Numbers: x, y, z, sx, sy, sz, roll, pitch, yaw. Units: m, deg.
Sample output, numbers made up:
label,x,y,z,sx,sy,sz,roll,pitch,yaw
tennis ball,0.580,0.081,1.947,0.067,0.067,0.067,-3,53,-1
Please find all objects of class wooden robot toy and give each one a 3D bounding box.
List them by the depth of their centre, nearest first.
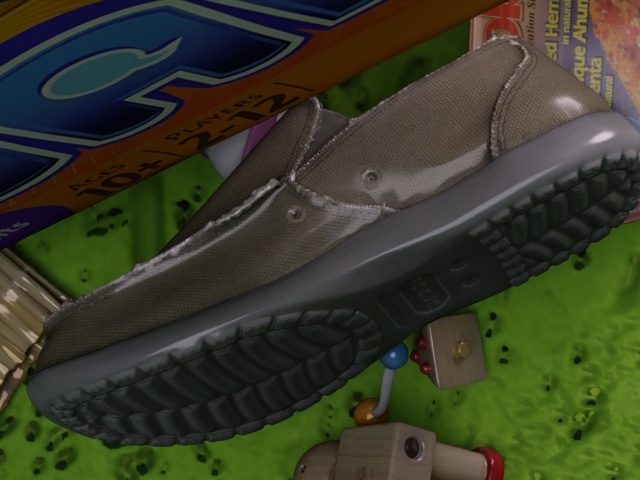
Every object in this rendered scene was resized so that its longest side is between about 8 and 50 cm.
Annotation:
label,x,y,z,sx,sy,sz,roll,pitch,yaw
wooden robot toy,0.023,0.113,0.654,0.079,0.076,0.173,-11,62,50

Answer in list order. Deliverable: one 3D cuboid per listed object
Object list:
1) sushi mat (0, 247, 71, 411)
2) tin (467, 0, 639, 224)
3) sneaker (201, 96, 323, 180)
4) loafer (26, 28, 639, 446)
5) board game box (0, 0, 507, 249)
label,x,y,z,sx,sy,sz,roll,pitch,yaw
sushi mat,-0.274,-0.007,0.731,0.316,0.019,0.151,38,101,9
tin,0.114,-0.101,0.630,0.106,0.040,0.190,3,94,9
sneaker,-0.029,-0.147,0.635,0.104,0.095,0.236,23,99,18
loafer,0.000,0.000,0.604,0.251,0.094,0.087,-25,60,1
board game box,-0.145,-0.219,0.454,0.356,0.356,0.357,-24,76,26
